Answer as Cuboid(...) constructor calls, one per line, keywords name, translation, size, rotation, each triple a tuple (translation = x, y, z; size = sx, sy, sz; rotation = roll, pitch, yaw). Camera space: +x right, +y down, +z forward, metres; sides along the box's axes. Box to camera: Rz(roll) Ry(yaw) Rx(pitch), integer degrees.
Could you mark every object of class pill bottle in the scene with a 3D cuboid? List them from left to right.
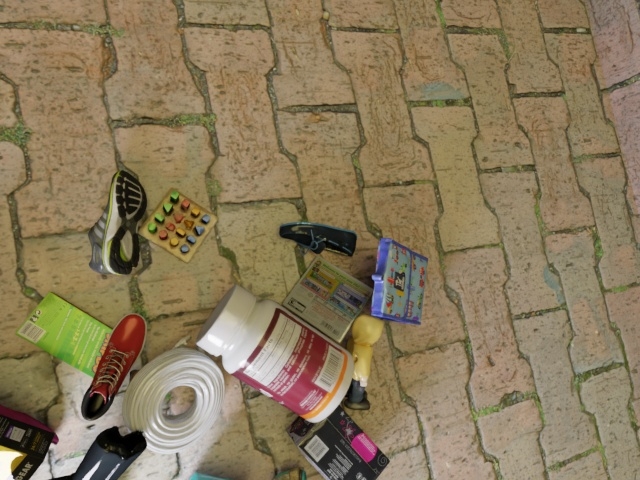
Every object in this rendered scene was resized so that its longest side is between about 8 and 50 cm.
Cuboid(name="pill bottle", translation=(-0.123, 0.304, 1.149), size=(0.392, 0.224, 0.224), rotation=(36, 73, -12))

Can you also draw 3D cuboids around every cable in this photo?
Cuboid(name="cable", translation=(-0.369, 0.412, 1.085), size=(0.257, 0.089, 0.257), rotation=(-32, 113, -34))

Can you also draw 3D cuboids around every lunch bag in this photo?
Cuboid(name="lunch bag", translation=(0.213, 0.126, 1.259), size=(0.293, 0.138, 0.220), rotation=(27, 69, -59))

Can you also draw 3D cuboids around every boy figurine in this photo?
Cuboid(name="boy figurine", translation=(0.122, 0.351, 1.254), size=(0.092, 0.177, 0.285), rotation=(8, 101, -5))

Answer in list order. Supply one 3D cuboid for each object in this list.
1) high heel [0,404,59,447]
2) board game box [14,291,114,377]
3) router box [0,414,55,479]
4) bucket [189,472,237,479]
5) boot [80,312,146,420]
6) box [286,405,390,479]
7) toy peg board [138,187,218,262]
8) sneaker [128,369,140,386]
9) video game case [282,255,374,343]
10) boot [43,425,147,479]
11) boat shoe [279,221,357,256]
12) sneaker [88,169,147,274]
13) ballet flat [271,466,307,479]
Cuboid(name="high heel", translation=(-0.780, 0.362, 0.984), size=(0.377, 0.127, 0.181), rotation=(40, 29, -30))
Cuboid(name="board game box", translation=(-0.618, 0.255, 1.078), size=(0.259, 0.039, 0.124), rotation=(36, 73, -11))
Cuboid(name="router box", translation=(-0.773, 0.501, 0.884), size=(0.243, 0.081, 0.309), rotation=(36, 97, -24))
Cuboid(name="bucket", translation=(-0.270, 0.728, 1.030), size=(0.183, 0.281, 0.281), rotation=(24, 76, -13))
Cuboid(name="boot", translation=(-0.493, 0.297, 1.010), size=(0.088, 0.176, 0.244), rotation=(24, 76, -17))
Cuboid(name="box", translation=(0.046, 0.598, 1.219), size=(0.163, 0.142, 0.247), rotation=(-43, 97, -18))
Cuboid(name="toy peg board", translation=(-0.394, -0.047, 1.173), size=(0.161, 0.079, 0.161), rotation=(35, 74, -12))
Cuboid(name="sneaker", translation=(-0.475, 0.412, 1.104), size=(0.061, 0.065, 0.157), rotation=(-4, 96, -51))
Cuboid(name="video game case", translation=(0.024, 0.175, 1.275), size=(0.212, 0.023, 0.193), rotation=(31, 72, 16))
Cuboid(name="boot", translation=(-0.524, 0.495, 0.894), size=(0.207, 0.094, 0.246), rotation=(-55, 141, 5))
Cuboid(name="boat shoe", translation=(0.000, 0.000, 1.293), size=(0.258, 0.109, 0.089), rotation=(7, 76, -17))
Cuboid(name="sneaker", translation=(-0.547, -0.049, 1.101), size=(0.121, 0.111, 0.299), rotation=(-10, 64, 20))
Cuboid(name="ballet flat", translation=(-0.067, 0.820, 1.176), size=(0.123, 0.123, 0.348), rotation=(-11, 88, -21))
